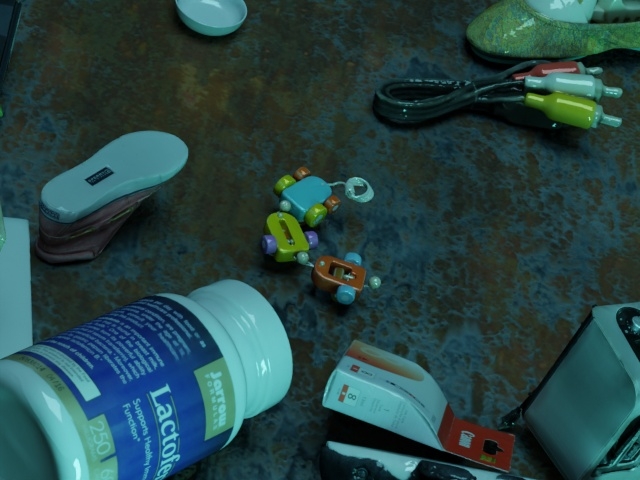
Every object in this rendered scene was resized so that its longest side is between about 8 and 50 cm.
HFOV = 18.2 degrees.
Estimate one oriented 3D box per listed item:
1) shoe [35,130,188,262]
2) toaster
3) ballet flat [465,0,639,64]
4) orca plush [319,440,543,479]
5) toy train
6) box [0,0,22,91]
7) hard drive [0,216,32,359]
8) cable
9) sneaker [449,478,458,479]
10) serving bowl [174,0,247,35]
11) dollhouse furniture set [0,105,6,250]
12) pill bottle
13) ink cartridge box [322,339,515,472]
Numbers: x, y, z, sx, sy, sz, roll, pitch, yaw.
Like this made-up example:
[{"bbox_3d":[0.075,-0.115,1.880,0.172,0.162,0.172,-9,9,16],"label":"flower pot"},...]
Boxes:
[{"bbox_3d":[-0.207,-0.042,1.955,0.063,0.081,0.178,41,48,22],"label":"shoe"},{"bbox_3d":[0.295,0.148,1.899,0.168,0.186,0.110,-3,48,-36],"label":"toaster"},{"bbox_3d":[0.336,-0.283,2.412,0.348,0.123,0.123,-4,47,-25],"label":"ballet flat"},{"bbox_3d":[0.133,0.255,1.801,0.287,0.102,0.151,12,-4,-25],"label":"orca plush"},{"bbox_3d":[0.000,0.000,2.027,0.125,0.046,0.166,15,44,-8],"label":"toy train"},{"bbox_3d":[-0.466,-0.163,1.992,0.295,0.073,0.293,13,41,-8],"label":"box"},{"bbox_3d":[-0.417,0.044,1.809,0.307,0.040,0.203,7,43,-16],"label":"hard drive"},{"bbox_3d":[0.198,-0.180,2.279,0.287,0.072,0.139,7,37,-15],"label":"cable"},{"bbox_3d":[0.170,0.285,1.726,0.215,0.084,0.083,52,35,-14],"label":"sneaker"},{"bbox_3d":[-0.126,-0.257,2.262,0.083,0.027,0.083,12,41,-11],"label":"serving bowl"},{"bbox_3d":[-0.432,-0.048,1.712,0.301,0.151,0.198,12,40,-28],"label":"dollhouse furniture set"},{"bbox_3d":[-0.160,0.134,1.732,0.264,0.153,0.153,-25,58,-39],"label":"pill bottle"},{"bbox_3d":[0.098,0.150,1.846,0.179,0.045,0.145,17,10,5],"label":"ink cartridge box"}]
